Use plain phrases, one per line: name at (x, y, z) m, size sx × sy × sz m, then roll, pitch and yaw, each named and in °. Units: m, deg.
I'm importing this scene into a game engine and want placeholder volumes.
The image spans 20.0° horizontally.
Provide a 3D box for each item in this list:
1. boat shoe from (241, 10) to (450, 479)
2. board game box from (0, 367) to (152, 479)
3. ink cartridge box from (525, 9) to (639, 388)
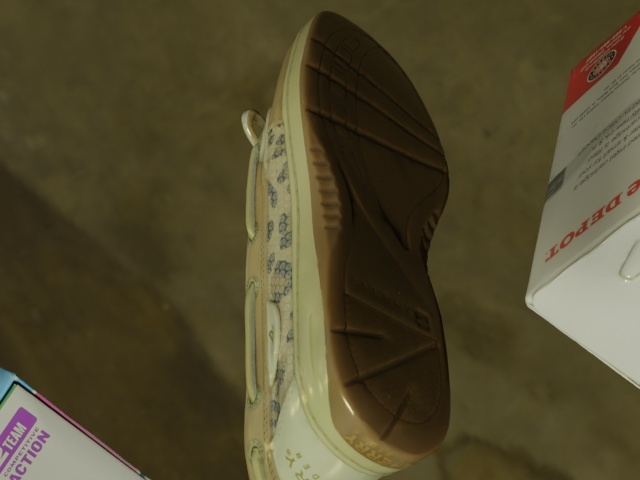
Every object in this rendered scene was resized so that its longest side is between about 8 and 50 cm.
boat shoe at (0.000, 0.000, 0.889) m, size 0.104 × 0.285 × 0.089 m, roll 34°, pitch 128°, yaw -27°
board game box at (-0.145, 0.253, 1.045) m, size 0.316 × 0.242 × 0.064 m, roll 44°, pitch 162°, yaw -32°
ink cartridge box at (0.256, -0.062, 1.224) m, size 0.114 × 0.273 × 0.197 m, roll 37°, pitch 130°, yaw -14°
